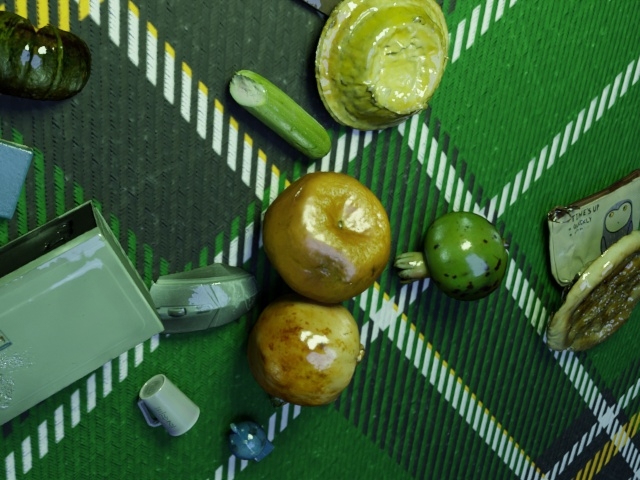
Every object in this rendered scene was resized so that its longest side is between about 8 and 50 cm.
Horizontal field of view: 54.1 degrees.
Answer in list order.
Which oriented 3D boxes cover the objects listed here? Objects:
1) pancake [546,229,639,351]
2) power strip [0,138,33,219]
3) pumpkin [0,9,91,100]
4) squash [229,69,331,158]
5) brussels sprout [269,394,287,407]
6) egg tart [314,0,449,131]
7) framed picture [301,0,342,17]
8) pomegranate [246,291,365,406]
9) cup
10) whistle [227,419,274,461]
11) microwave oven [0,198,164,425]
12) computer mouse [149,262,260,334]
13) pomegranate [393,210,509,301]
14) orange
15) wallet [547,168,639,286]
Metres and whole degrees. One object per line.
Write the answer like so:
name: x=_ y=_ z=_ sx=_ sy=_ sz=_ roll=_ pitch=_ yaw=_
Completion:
pancake: x=0.729 y=0.148 z=1.618 sx=0.382 sy=0.071 sz=0.382 roll=-21 pitch=134 yaw=-24
power strip: x=-0.500 y=-0.095 z=0.991 sx=0.056 sy=0.032 sz=0.123 roll=17 pitch=103 yaw=-30
pumpkin: x=-0.428 y=-0.264 z=0.915 sx=0.183 sy=0.107 sz=0.119 roll=7 pitch=113 yaw=-26
squash: x=-0.068 y=-0.223 z=1.126 sx=0.239 sy=0.069 sz=0.069 roll=35 pitch=93 yaw=-33
brussels sprout: x=-0.088 y=0.322 z=1.359 sx=0.051 sy=0.046 sz=0.083 roll=6 pitch=114 yaw=16
egg tart: x=0.127 y=-0.328 z=1.143 sx=0.290 sy=0.115 sz=0.290 roll=-13 pitch=119 yaw=-25
framed picture: x=0.006 y=-0.490 z=1.076 sx=0.128 sy=0.023 sz=0.168 roll=21 pitch=101 yaw=-32
pomegranate: x=-0.026 y=0.209 z=1.231 sx=0.248 sy=0.248 sz=0.248 roll=-10 pitch=115 yaw=-22
cup: x=-0.313 y=0.332 z=1.250 sx=0.104 sy=0.074 sz=0.116 roll=-24 pitch=120 yaw=18
whistle: x=-0.149 y=0.442 z=1.359 sx=0.090 sy=0.090 sz=0.158 roll=-40 pitch=122 yaw=-6
microwave oven: x=-0.446 y=0.106 z=1.015 sx=0.295 sy=0.181 sz=0.237 roll=-31 pitch=123 yaw=-11
computer mouse: x=-0.224 y=0.117 z=1.193 sx=0.231 sy=0.071 sz=0.126 roll=-9 pitch=114 yaw=-22
pomegranate: x=0.283 y=0.040 z=1.356 sx=0.247 sy=0.202 sz=0.202 roll=-14 pitch=121 yaw=14
orange: x=0.000 y=0.000 z=1.176 sx=0.249 sy=0.183 sz=0.249 roll=9 pitch=69 yaw=-25
wallet: x=0.695 y=-0.022 z=1.577 sx=0.335 sy=0.068 sz=0.275 roll=-24 pitch=126 yaw=-19
